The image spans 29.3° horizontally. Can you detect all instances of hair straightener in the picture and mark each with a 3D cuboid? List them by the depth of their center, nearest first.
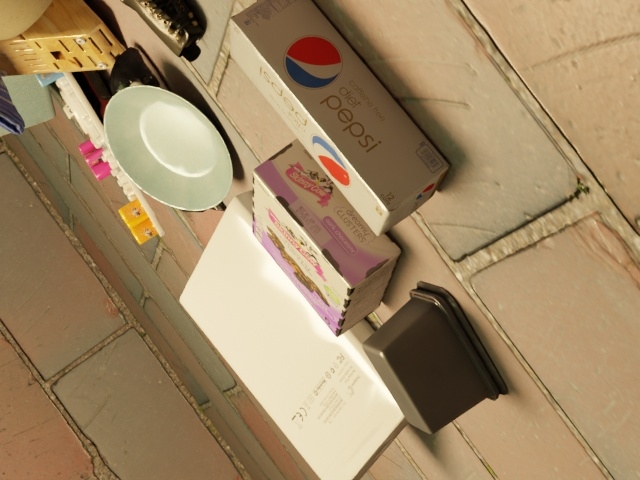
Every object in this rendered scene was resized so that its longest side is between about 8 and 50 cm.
[{"bbox_3d":[-0.362,-0.236,1.951,0.089,0.047,0.230,37,163,53],"label":"hair straightener"}]

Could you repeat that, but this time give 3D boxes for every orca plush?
[{"bbox_3d":[-0.237,-0.128,1.708,0.151,0.102,0.287,43,162,35],"label":"orca plush"}]

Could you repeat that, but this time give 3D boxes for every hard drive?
[{"bbox_3d":[-0.033,0.137,1.594,0.353,0.047,0.233,49,136,17],"label":"hard drive"}]

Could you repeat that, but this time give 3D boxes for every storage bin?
[{"bbox_3d":[0.106,0.123,1.239,0.135,0.091,0.098,60,164,-17],"label":"storage bin"}]

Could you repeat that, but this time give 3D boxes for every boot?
[{"bbox_3d":[-0.174,-0.268,1.289,0.137,0.077,0.198,49,178,2],"label":"boot"}]

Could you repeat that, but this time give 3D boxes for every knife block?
[{"bbox_3d":[-0.399,-0.359,1.742,0.275,0.242,0.088,-1,156,18],"label":"knife block"}]

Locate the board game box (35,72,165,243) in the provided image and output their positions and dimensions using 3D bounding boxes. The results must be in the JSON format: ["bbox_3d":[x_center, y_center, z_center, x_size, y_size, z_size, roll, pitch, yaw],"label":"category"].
[{"bbox_3d":[-0.416,-0.215,2.062,0.390,0.050,0.390,62,171,-30],"label":"board game box"}]

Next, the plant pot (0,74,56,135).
[{"bbox_3d":[-0.673,-0.355,2.296,0.248,0.247,0.252,42,145,37],"label":"plant pot"}]

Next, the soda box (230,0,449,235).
[{"bbox_3d":[0.013,-0.113,1.043,0.216,0.069,0.074,52,166,11],"label":"soda box"}]

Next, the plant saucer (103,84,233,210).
[{"bbox_3d":[-0.191,-0.127,1.597,0.195,0.037,0.195,18,136,19],"label":"plant saucer"}]

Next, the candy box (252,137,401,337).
[{"bbox_3d":[0.000,0.000,1.328,0.165,0.070,0.196,51,165,13],"label":"candy box"}]

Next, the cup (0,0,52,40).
[{"bbox_3d":[-0.453,-0.377,1.507,0.237,0.331,0.331,31,-174,-45],"label":"cup"}]

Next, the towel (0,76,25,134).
[{"bbox_3d":[-0.524,-0.323,1.726,0.336,0.040,0.243,65,-173,19],"label":"towel"}]
